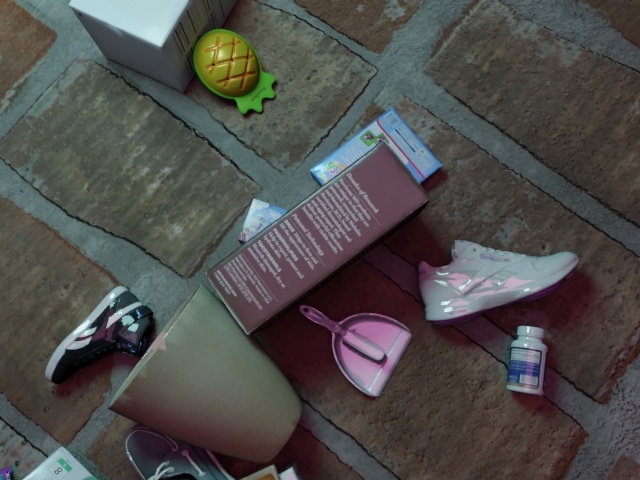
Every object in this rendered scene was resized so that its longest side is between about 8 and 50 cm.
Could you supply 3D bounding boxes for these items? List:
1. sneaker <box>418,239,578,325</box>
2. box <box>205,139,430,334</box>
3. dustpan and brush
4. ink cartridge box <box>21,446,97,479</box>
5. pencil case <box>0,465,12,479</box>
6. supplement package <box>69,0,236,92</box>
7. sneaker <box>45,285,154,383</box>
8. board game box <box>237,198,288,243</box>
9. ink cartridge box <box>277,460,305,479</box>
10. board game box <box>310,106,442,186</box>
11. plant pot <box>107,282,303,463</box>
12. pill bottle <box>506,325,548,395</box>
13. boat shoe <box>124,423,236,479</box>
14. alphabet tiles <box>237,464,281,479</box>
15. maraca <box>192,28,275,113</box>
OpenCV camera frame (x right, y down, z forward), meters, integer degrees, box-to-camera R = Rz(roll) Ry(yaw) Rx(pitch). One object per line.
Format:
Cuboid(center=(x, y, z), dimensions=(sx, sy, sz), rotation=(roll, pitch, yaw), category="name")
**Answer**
Cuboid(center=(0.328, 0.053, 1.160), dimensions=(0.305, 0.114, 0.152), rotation=(-16, 79, -3), category="sneaker")
Cuboid(center=(0.000, 0.000, 1.111), dimensions=(0.381, 0.191, 0.143), rotation=(-35, 84, 1), category="box")
Cuboid(center=(0.053, 0.181, 1.165), dimensions=(0.211, 0.060, 0.147), rotation=(30, 80, 7), category="dustpan and brush")
Cuboid(center=(-0.470, 0.495, 1.055), dimensions=(0.181, 0.056, 0.224), rotation=(40, 45, 8), category="ink cartridge box")
Cuboid(center=(-0.557, 0.486, 1.108), dimensions=(0.070, 0.064, 0.152), rotation=(-34, 79, 19), category="pencil case")
Cuboid(center=(-0.316, -0.483, 1.241), dimensions=(0.199, 0.198, 0.263), rotation=(25, 79, 5), category="supplement package")
Cuboid(center=(-0.400, 0.202, 1.158), dimensions=(0.121, 0.079, 0.217), rotation=(36, 80, 9), category="sneaker")
Cuboid(center=(-0.106, -0.026, 1.232), dimensions=(0.090, 0.020, 0.090), rotation=(19, 79, 4), category="board game box")
Cuboid(center=(-0.040, 0.467, 1.087), dimensions=(0.056, 0.099, 0.135), rotation=(-27, 78, -4), category="ink cartridge box")
Cuboid(center=(0.110, -0.141, 1.243), dimensions=(0.211, 0.039, 0.160), rotation=(-38, 81, -7), category="board game box")
Cuboid(center=(-0.176, 0.258, 1.079), dimensions=(0.274, 0.256, 0.256), rotation=(38, 81, -9), category="plant pot")
Cuboid(center=(0.383, 0.222, 1.148), dimensions=(0.067, 0.067, 0.120), rotation=(10, 78, 3), category="pill bottle")
Cuboid(center=(-0.238, 0.405, 1.054), dimensions=(0.319, 0.099, 0.116), rotation=(27, 89, 31), category="boat shoe")
Cuboid(center=(-0.110, 0.553, 1.047), dimensions=(0.342, 0.011, 0.285), rotation=(-30, 78, 18), category="alphabet tiles")
Cuboid(center=(-0.174, -0.343, 1.265), dimensions=(0.185, 0.099, 0.127), rotation=(43, 83, -17), category="maraca")
